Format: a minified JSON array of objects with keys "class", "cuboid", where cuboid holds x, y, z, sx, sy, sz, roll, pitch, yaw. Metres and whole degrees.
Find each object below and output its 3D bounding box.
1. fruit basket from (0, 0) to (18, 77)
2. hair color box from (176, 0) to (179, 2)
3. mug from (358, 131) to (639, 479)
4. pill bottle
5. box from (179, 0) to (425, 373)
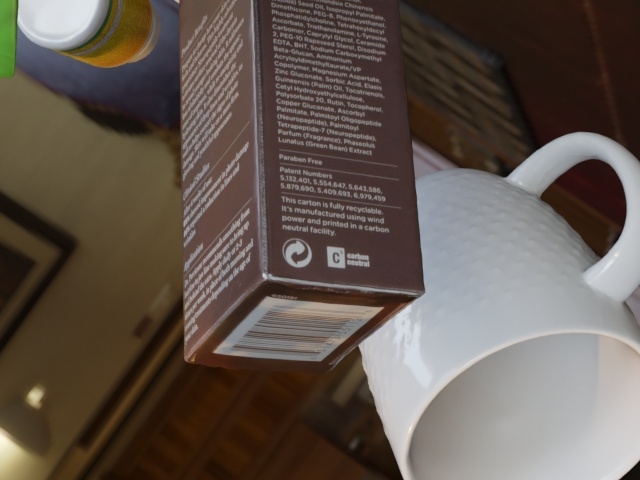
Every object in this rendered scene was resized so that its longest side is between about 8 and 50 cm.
[{"class":"fruit basket","cuboid":[-0.237,-0.290,1.085,0.283,0.392,0.392,63,-174,19]},{"class":"hair color box","cuboid":[-0.024,-0.328,1.425,0.174,0.105,0.347,35,144,9]},{"class":"mug","cuboid":[0.203,0.053,1.575,0.276,0.374,0.328,25,-152,-32]},{"class":"pill bottle","cuboid":[-0.265,-0.266,1.776,0.117,0.117,0.208,34,-173,14]},{"class":"box","cuboid":[-0.026,-0.099,1.251,0.143,0.381,0.191,6,155,-23]}]
